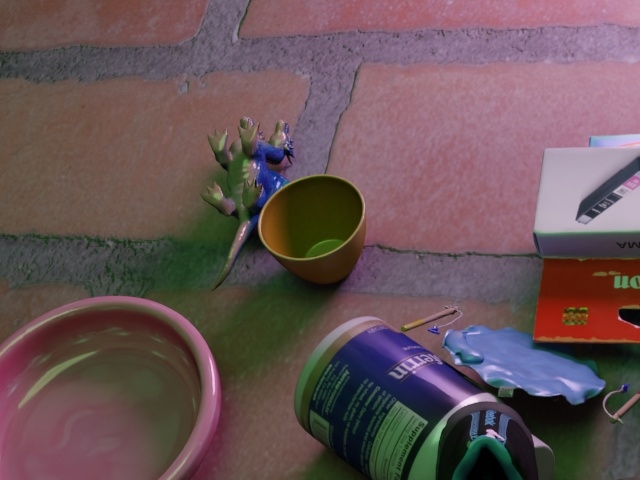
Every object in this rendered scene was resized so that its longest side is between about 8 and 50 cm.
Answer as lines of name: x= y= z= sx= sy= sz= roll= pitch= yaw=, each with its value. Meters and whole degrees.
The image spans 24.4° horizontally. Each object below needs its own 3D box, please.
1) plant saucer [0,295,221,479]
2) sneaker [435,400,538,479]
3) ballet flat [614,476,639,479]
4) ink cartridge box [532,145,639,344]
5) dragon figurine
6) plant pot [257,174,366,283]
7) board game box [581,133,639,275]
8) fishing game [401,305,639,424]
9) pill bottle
plant saucer: x=-0.269 y=0.220 z=1.743 sx=0.332 sy=0.084 sz=0.332 roll=-10 pitch=50 yaw=12
sneaker: x=0.148 y=0.328 z=1.387 sx=0.125 sy=0.139 sz=0.341 roll=-4 pitch=90 yaw=6
ballet flat: x=0.386 y=0.273 z=1.504 sx=0.249 sy=0.058 sz=0.084 roll=-13 pitch=71 yaw=15
ink cartridge box: x=0.377 y=0.002 z=1.658 sx=0.275 sy=0.060 sz=0.239 roll=0 pitch=53 yaw=18
dragon figurine: x=-0.083 y=-0.056 z=1.895 sx=0.085 sy=0.144 sz=0.289 roll=-14 pitch=60 yaw=20
plant pot: x=0.000 y=0.000 z=1.823 sx=0.134 sy=0.095 sz=0.134 roll=-9 pitch=49 yaw=11
board game box: x=0.396 y=-0.036 z=1.751 sx=0.160 sy=0.047 sz=0.210 roll=-2 pitch=53 yaw=17
fishing game: x=0.221 y=0.141 z=1.617 sx=0.264 sy=0.041 sz=0.189 roll=21 pitch=18 yaw=22
pill bottle: x=0.110 y=0.205 z=1.581 sx=0.264 sy=0.153 sz=0.153 roll=33 pitch=68 yaw=35
